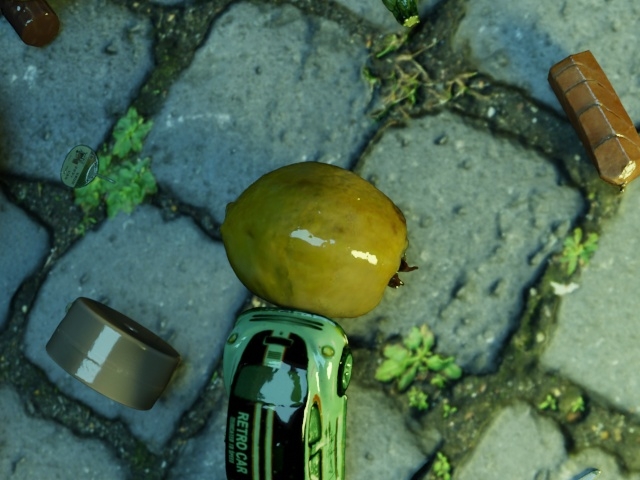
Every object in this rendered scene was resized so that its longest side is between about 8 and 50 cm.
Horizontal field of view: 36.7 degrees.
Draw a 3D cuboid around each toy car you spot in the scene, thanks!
[{"bbox_3d":[-0.045,0.229,1.072,0.136,0.125,0.306,6,106,15],"label":"toy car"}]

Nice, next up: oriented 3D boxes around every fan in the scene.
[{"bbox_3d":[-0.314,-0.101,1.299,0.080,0.003,0.060,-6,80,13],"label":"fan"}]

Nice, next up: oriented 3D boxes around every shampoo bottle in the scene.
[{"bbox_3d":[-0.448,-0.373,1.347,0.068,0.067,0.236,-37,73,-9],"label":"shampoo bottle"}]

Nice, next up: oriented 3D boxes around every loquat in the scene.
[{"bbox_3d":[0.000,0.000,1.113,0.234,0.187,0.176,15,117,7],"label":"loquat"}]

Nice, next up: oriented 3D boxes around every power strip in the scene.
[{"bbox_3d":[-0.251,0.135,1.165,0.154,0.154,0.078,31,88,17],"label":"power strip"}]

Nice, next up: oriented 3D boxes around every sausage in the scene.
[{"bbox_3d":[0.325,-0.134,1.117,0.065,0.065,0.169,-26,76,8],"label":"sausage"}]

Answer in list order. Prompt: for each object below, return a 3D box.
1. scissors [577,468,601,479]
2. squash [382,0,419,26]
[{"bbox_3d":[0.237,0.314,1.085,0.189,0.015,0.100,-37,72,4],"label":"scissors"},{"bbox_3d":[0.091,-0.380,1.216,0.066,0.066,0.252,-7,78,13],"label":"squash"}]
